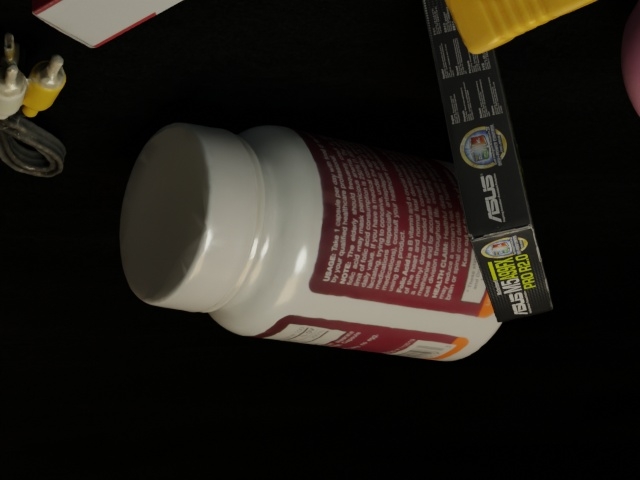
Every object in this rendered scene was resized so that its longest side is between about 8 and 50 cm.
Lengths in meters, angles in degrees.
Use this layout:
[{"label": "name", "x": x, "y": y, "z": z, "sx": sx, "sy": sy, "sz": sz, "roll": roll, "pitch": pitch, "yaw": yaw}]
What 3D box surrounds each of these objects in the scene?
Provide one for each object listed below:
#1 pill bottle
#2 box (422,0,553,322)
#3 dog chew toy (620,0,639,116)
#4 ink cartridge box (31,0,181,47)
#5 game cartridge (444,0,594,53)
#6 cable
[{"label": "pill bottle", "x": 0.000, "y": 0.000, "z": 1.898, "sx": 0.392, "sy": 0.224, "sz": 0.224, "roll": 10, "pitch": 150, "yaw": -34}, {"label": "box", "x": 0.160, "y": -0.084, "z": 1.710, "sx": 0.060, "sy": 0.270, "sz": 0.216, "roll": -13, "pitch": 156, "yaw": 8}, {"label": "dog chew toy", "x": 0.391, "y": -0.217, "z": 1.596, "sx": 0.207, "sy": 0.206, "sz": 0.332, "roll": -4, "pitch": 147, "yaw": -8}, {"label": "ink cartridge box", "x": -0.155, "y": -0.255, "z": 1.354, "sx": 0.127, "sy": 0.175, "sz": 0.072, "roll": -24, "pitch": 148, "yaw": 31}, {"label": "game cartridge", "x": 0.182, "y": -0.317, "z": 1.214, "sx": 0.324, "sy": 0.285, "sz": 0.053, "roll": -24, "pitch": -178, "yaw": 30}, {"label": "cable", "x": -0.314, "y": -0.117, "z": 1.728, "sx": 0.139, "sy": 0.072, "sz": 0.287, "roll": 1, "pitch": 155, "yaw": -6}]
